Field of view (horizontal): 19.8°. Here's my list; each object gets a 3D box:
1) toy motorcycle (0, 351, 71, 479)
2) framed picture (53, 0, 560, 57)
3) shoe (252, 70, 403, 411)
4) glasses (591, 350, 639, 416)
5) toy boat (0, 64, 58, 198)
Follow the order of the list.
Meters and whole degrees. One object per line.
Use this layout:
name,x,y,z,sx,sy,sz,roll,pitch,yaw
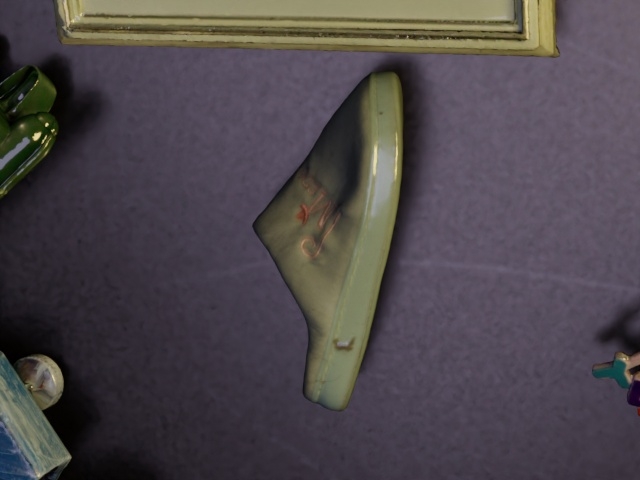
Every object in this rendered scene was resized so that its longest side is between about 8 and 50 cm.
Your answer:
toy motorcycle,-0.218,0.128,1.083,0.135,0.092,0.254,-34,87,25
framed picture,-0.023,-0.206,0.958,0.293,0.018,0.231,3,114,19
shoe,0.000,0.000,1.017,0.078,0.079,0.195,7,109,0
glasses,0.278,0.053,0.997,0.255,0.095,0.162,4,132,7
toy boat,-0.236,-0.026,1.039,0.210,0.052,0.104,-45,59,4
